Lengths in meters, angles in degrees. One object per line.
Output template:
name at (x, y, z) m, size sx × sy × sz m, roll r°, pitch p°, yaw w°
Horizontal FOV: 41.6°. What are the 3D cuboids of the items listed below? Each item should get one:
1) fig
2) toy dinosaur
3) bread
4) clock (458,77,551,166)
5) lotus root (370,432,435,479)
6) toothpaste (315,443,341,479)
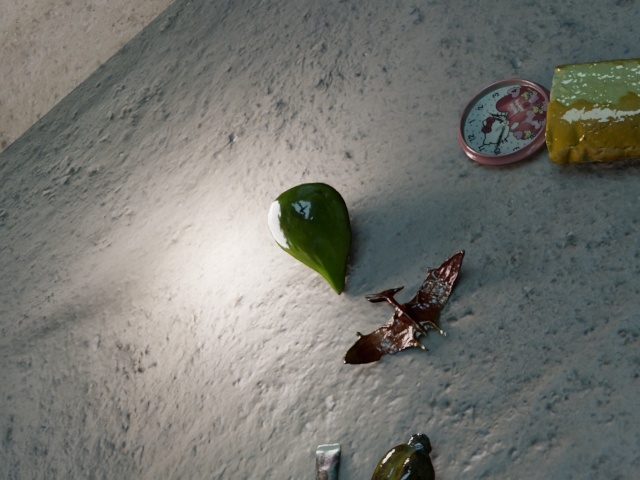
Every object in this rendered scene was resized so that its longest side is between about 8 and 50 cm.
fig at (0.000, 0.000, 2.022) m, size 0.206 × 0.206 × 0.275 m, roll -25°, pitch 74°, yaw 13°
toy dinosaur at (0.194, 0.151, 1.862) m, size 0.327 × 0.113 × 0.206 m, roll -22°, pitch 54°, yaw 13°
bread at (0.688, -0.274, 1.813) m, size 0.375 × 0.165 × 0.236 m, roll -1°, pitch 60°, yaw 27°
clock at (0.446, -0.283, 2.016) m, size 0.244 × 0.056 × 0.244 m, roll -14°, pitch 57°, yaw 24°
lotus root at (0.164, 0.482, 1.680) m, size 0.120 × 0.120 × 0.209 m, roll 18°, pitch 71°, yaw 35°
toothpaste at (0.009, 0.535, 1.780) m, size 0.062 × 0.037 × 0.216 m, roll -11°, pitch 53°, yaw 24°
